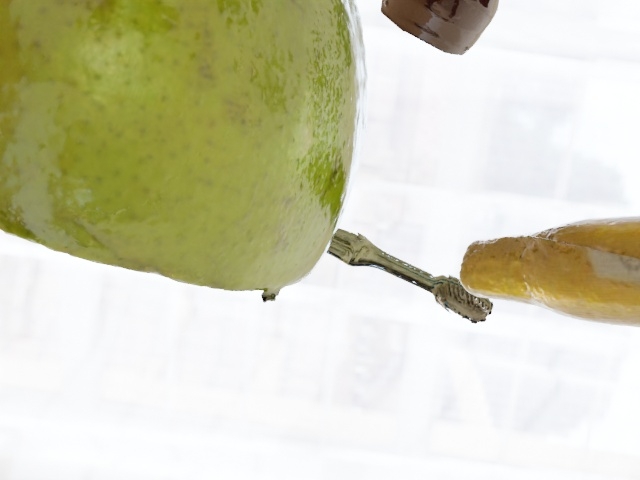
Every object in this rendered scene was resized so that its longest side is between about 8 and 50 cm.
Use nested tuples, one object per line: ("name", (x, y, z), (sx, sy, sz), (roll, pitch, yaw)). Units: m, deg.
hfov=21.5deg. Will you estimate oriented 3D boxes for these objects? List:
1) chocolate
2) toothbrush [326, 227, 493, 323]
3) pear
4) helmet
("chocolate", (0.188, 0.022, 1.060), (0.085, 0.219, 0.086), (3, 86, -54))
("toothbrush", (-0.001, -0.003, 1.236), (0.026, 0.294, 0.028), (-61, -167, 23))
("pear", (-0.081, -0.109, 0.848), (0.139, 0.288, 0.239), (-141, -111, -71))
("helmet", (0.106, -0.212, 1.364), (0.070, 0.098, 0.123), (-53, -169, 48))
